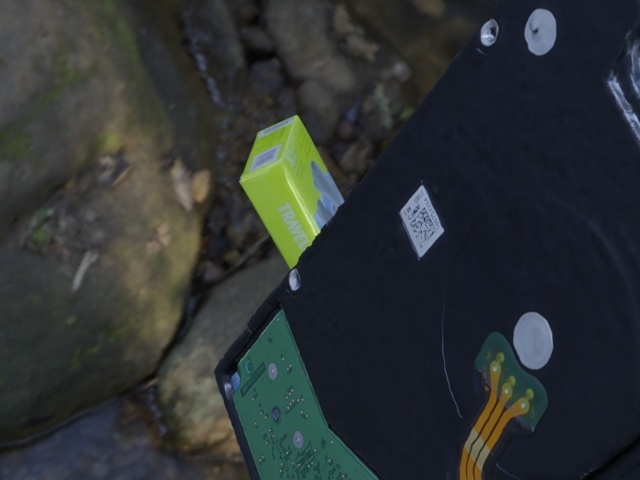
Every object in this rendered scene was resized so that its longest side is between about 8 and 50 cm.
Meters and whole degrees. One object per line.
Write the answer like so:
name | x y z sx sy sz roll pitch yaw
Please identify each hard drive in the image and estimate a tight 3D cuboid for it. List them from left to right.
hard drive | 0.081 0.066 0.603 0.064 0.339 0.237 -1 56 -34

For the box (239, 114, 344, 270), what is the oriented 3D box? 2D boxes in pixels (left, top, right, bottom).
box | 0.000 0.000 1.169 0.178 0.042 0.109 61 16 -19
